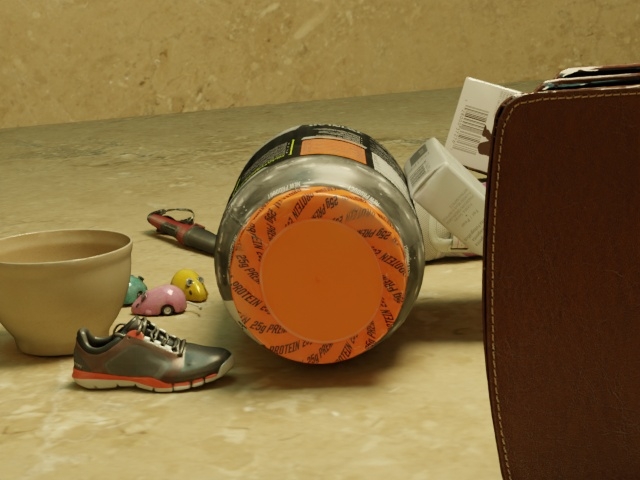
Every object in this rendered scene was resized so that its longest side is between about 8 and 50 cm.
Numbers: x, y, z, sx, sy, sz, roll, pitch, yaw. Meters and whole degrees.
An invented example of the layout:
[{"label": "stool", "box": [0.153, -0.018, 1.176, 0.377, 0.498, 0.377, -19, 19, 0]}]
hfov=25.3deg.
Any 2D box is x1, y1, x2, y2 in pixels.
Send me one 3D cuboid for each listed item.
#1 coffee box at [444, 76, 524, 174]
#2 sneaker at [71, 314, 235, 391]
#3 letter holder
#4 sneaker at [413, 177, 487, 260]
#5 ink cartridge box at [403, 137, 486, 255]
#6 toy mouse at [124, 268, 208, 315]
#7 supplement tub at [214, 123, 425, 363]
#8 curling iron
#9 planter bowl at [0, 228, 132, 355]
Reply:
[{"label": "coffee box", "box": [0.327, -0.113, 1.866, 0.297, 0.119, 0.168, 18, 5, 14]}, {"label": "sneaker", "box": [-0.160, 0.104, 1.347, 0.157, 0.065, 0.061, -2, 12, 3]}, {"label": "letter holder", "box": [0.208, 0.027, 1.068, 0.214, 0.302, 0.152, -5, 13, -8]}, {"label": "sneaker", "box": [0.188, -0.030, 1.793, 0.252, 0.103, 0.111, -15, 16, -41]}, {"label": "ink cartridge box", "box": [0.189, -0.004, 1.497, 0.066, 0.232, 0.189, -43, 8, 8]}, {"label": "toy mouse", "box": [-0.196, 0.059, 1.636, 0.143, 0.031, 0.161, -8, 14, -24]}, {"label": "supplement tub", "box": [0.000, 0.000, 1.459, 0.207, 0.207, 0.338, -2, 13, 2]}, {"label": "curling iron", "box": [-0.164, -0.010, 1.936, 0.068, 0.035, 0.274, -9, 14, -26]}, {"label": "planter bowl", "box": [-0.272, 0.057, 1.485, 0.162, 0.109, 0.162, -3, 12, 1]}]
